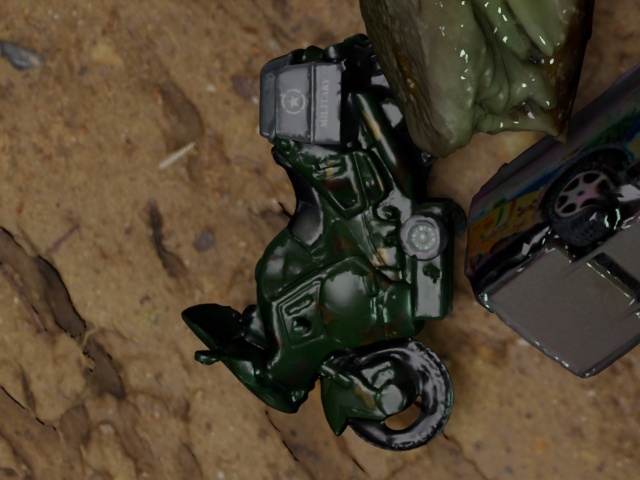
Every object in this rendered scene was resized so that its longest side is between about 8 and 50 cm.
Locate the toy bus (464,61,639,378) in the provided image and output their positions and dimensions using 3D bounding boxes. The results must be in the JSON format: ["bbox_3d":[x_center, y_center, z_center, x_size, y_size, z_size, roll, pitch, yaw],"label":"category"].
[{"bbox_3d":[0.223,-0.064,0.686,0.112,0.138,0.317,39,118,-22],"label":"toy bus"}]

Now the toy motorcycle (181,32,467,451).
[{"bbox_3d":[0.000,0.000,0.827,0.187,0.125,0.275,4,97,16],"label":"toy motorcycle"}]

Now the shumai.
[{"bbox_3d":[0.083,-0.139,0.671,0.120,0.201,0.201,-17,90,0],"label":"shumai"}]
